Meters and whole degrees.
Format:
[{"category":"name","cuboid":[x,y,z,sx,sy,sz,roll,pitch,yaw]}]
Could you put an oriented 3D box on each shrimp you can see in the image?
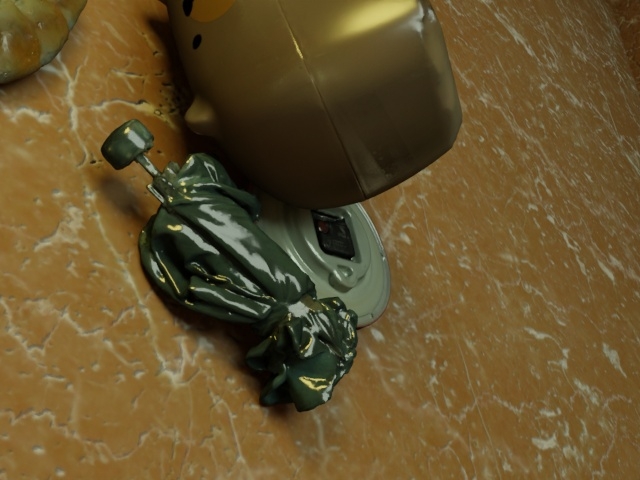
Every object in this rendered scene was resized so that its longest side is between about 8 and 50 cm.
[{"category":"shrimp","cuboid":[-0.320,-0.237,0.778,0.287,0.068,0.185,-12,91,-49]}]

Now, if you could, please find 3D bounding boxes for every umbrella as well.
[{"category":"umbrella","cuboid":[-0.094,0.022,0.860,0.349,0.094,0.143,47,42,-13]}]

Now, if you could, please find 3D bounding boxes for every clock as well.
[{"category":"clock","cuboid":[0.001,-0.001,1.034,0.244,0.056,0.244,31,43,-35]}]

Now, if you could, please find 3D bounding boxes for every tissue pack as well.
[{"category":"tissue pack","cuboid":[-0.025,-0.230,0.960,0.267,0.276,0.387,55,12,-54]}]
